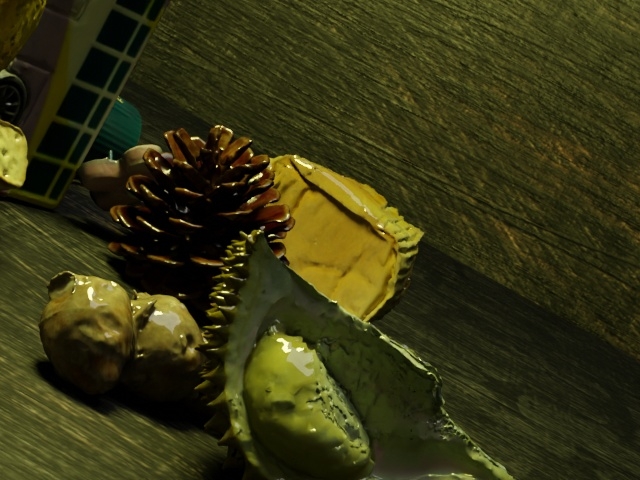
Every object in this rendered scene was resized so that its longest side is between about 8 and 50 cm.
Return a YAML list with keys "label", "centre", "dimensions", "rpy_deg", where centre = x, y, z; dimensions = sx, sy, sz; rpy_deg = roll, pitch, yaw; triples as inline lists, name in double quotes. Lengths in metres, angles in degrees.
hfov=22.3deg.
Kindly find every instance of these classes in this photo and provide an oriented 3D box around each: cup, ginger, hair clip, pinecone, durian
- label: "cup"
  centre: [-0.321, -0.144, 2.110]
  dimensions: [0.155, 0.131, 0.176]
  rpy_deg: [27, 36, -41]
- label: "ginger"
  centre: [-0.136, 0.091, 1.304]
  dimensions: [0.204, 0.080, 0.104]
  rpy_deg: [20, 43, -43]
- label: "hair clip"
  centre: [-0.186, -0.062, 1.891]
  dimensions: [0.146, 0.075, 0.257]
  rpy_deg: [-10, -10, 14]
- label: "pinecone"
  centre: [-0.121, -0.026, 1.720]
  dimensions: [0.207, 0.208, 0.208]
  rpy_deg: [28, 7, -4]
- label: "durian"
  centre: [0.023, 0.137, 1.235]
  dimensions: [0.306, 0.166, 0.172]
  rpy_deg: [39, 11, 9]

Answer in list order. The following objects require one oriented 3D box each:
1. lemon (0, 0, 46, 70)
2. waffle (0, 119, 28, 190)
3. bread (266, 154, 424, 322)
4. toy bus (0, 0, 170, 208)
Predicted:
- label: "lemon"
  centre: [-0.403, -0.262, 1.532]
  dimensions: [0.310, 0.258, 0.258]
  rpy_deg: [12, 4, 11]
- label: "waffle"
  centre: [-0.409, -0.119, 1.455]
  dimensions: [0.168, 0.057, 0.274]
  rpy_deg: [-6, -28, 44]
- label: "bread"
  centre: [0.000, 0.000, 2.034]
  dimensions: [0.250, 0.179, 0.133]
  rpy_deg: [30, 3, 11]
- label: "toy bus"
  centre: [-0.303, -0.275, 1.778]
  dimensions: [0.209, 0.440, 0.249]
  rpy_deg: [32, 6, 30]
